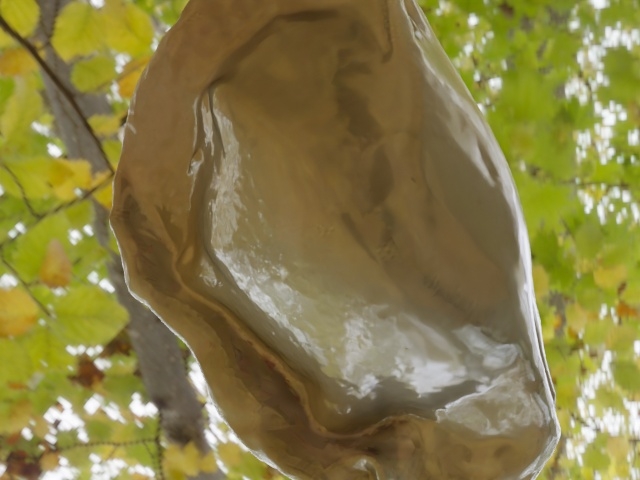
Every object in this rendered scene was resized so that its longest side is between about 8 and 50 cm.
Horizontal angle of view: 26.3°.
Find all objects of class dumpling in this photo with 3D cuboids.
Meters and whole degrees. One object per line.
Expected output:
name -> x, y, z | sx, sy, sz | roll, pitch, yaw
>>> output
dumpling -> 0.000, 0.000, 0.517 | 0.151, 0.124, 0.228 | -23, -97, 7
